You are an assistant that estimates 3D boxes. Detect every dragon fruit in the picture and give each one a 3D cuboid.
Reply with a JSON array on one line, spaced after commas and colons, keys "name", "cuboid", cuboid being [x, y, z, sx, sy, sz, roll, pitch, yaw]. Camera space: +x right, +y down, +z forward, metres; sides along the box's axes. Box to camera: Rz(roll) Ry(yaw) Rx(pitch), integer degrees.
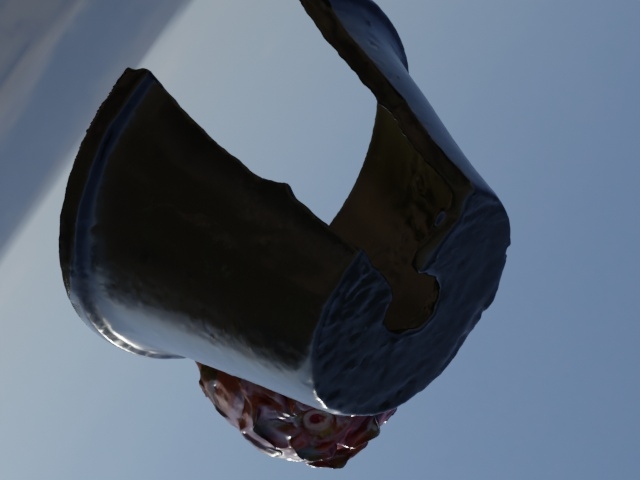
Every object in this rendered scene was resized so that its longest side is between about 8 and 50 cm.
[{"name": "dragon fruit", "cuboid": [-0.017, 0.106, 2.015, 0.241, 0.241, 0.252, -55, -165, -3]}]

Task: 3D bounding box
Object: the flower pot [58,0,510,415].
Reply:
[{"name": "flower pot", "cuboid": [0.000, 0.000, 1.690, 0.379, 0.251, 0.379, -30, 139, -30]}]
